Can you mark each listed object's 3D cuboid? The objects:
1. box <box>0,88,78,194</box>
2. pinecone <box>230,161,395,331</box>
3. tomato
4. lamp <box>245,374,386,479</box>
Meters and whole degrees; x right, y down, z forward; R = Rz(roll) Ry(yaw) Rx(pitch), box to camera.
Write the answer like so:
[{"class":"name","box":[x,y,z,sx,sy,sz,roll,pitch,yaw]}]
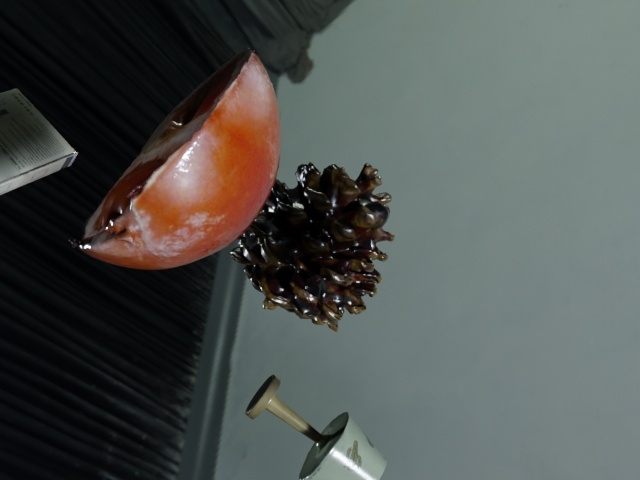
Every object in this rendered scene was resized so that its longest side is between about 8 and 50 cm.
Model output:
[{"class":"box","box":[-0.438,-0.110,1.022,0.033,0.129,0.247,-46,-5,38]},{"class":"pinecone","box":[-0.013,-0.002,1.229,0.243,0.243,0.258,17,97,45]},{"class":"tomato","box":[-0.097,-0.054,0.700,0.228,0.112,0.199,-57,20,-22]},{"class":"lamp","box":[-0.010,0.295,1.212,0.121,0.214,0.121,-52,6,8]}]
